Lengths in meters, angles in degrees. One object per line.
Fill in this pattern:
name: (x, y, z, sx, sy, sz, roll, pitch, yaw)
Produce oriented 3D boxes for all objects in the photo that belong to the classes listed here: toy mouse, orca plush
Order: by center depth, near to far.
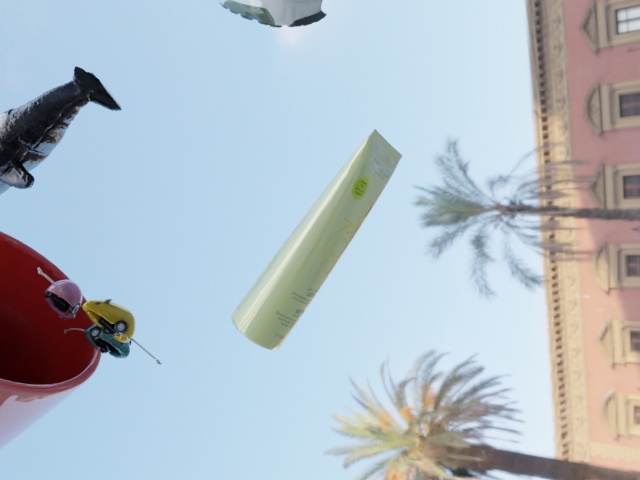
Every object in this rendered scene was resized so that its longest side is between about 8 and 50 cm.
toy mouse: (-0.259, 0.087, 0.750, 0.161, 0.143, 0.031, 44, -125, -17)
orca plush: (-0.410, -0.119, 0.947, 0.102, 0.287, 0.151, 64, -177, 15)

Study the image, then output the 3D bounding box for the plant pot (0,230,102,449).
plant pot: (-0.441, 0.147, 0.777, 0.243, 0.275, 0.275, -47, -36, 15)

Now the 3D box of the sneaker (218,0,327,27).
sneaker: (-0.158, -0.466, 0.988, 0.158, 0.410, 0.182, -43, -26, -55)

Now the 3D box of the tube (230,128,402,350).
tube: (0.000, 0.000, 0.667, 0.062, 0.070, 0.240, 34, -85, -17)
